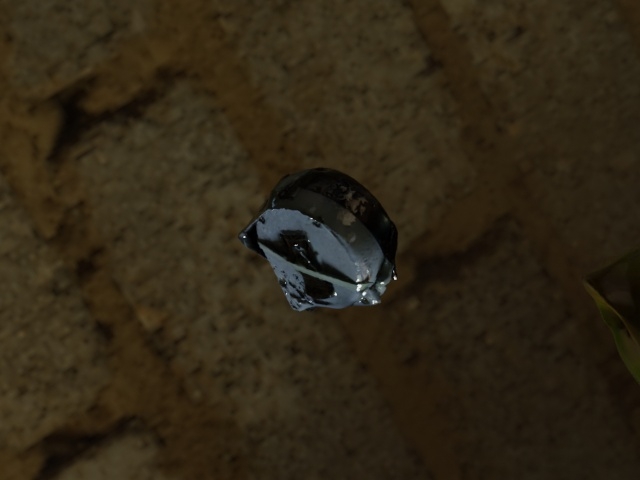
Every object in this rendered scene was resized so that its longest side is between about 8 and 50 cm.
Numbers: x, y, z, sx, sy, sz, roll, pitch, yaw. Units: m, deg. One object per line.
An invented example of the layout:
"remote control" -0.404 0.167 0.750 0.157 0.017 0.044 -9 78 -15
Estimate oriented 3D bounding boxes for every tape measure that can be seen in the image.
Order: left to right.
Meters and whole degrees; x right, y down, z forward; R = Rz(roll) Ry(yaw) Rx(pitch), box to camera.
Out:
"tape measure" 0.001 -0.001 0.956 0.091 0.054 0.094 53 147 -13

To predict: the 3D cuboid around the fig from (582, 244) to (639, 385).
"fig" 0.171 0.077 0.420 0.275 0.206 0.206 39 173 -15
